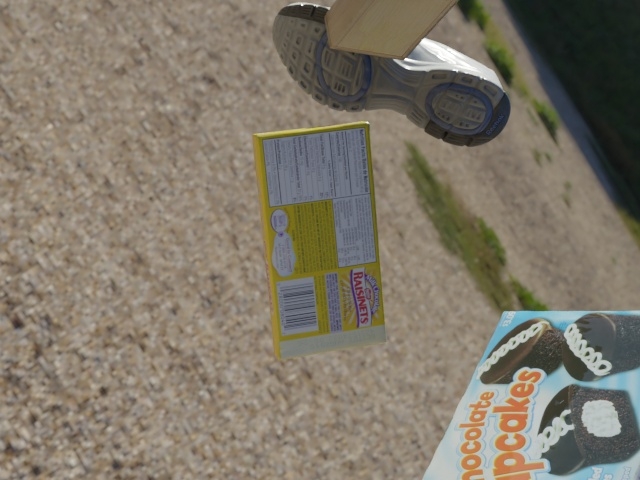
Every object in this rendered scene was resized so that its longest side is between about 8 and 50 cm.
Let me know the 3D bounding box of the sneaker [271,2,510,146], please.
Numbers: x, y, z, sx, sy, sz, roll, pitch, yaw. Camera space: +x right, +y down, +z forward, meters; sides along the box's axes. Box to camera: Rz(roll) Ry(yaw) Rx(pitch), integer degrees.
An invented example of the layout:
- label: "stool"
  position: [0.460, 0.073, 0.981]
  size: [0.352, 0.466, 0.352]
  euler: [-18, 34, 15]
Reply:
- label: "sneaker"
  position: [0.083, -0.204, 1.350]
  size: [0.297, 0.111, 0.129]
  euler: [24, 27, -2]

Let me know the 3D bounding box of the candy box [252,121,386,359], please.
- label: "candy box"
  position: [0.000, 0.000, 1.020]
  size: [0.027, 0.105, 0.206]
  euler: [-152, -125, -70]

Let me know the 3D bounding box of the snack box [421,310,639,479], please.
- label: "snack box"
  position: [0.200, 0.186, 0.986]
  size: [0.322, 0.187, 0.060]
  euler: [-56, 131, -41]

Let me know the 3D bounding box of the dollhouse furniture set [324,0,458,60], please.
- label: "dollhouse furniture set"
  position: [0.071, -0.348, 1.237]
  size: [0.212, 0.161, 0.242]
  euler: [4, 63, -28]
